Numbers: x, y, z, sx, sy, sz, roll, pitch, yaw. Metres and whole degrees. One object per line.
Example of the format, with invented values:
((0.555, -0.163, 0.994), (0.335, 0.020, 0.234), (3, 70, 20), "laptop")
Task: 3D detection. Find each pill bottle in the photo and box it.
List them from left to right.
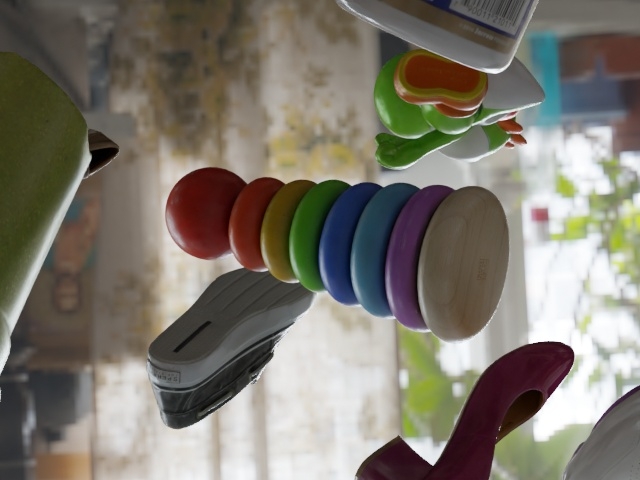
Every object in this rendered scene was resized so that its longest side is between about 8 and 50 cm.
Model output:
((0.126, -0.275, 1.301), (0.153, 0.265, 0.153), (23, -170, -4), "pill bottle")

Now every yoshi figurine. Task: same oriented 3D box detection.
((0.131, -0.186, 2.013), (0.203, 0.203, 0.362), (-28, 164, -1), "yoshi figurine")

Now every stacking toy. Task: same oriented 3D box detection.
((0.000, 0.000, 1.562), (0.330, 0.141, 0.141), (10, -176, 29), "stacking toy")

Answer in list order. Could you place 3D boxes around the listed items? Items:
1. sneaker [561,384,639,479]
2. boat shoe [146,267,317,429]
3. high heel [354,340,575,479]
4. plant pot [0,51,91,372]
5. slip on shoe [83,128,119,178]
((0.383, 0.197, 1.650), (0.305, 0.152, 0.114), (-26, 150, 1), "sneaker")
((-0.119, 0.134, 2.223), (0.121, 0.119, 0.335), (21, -147, 28), "boat shoe")
((0.151, 0.171, 1.391), (0.244, 0.082, 0.117), (-27, -125, -35), "high heel")
((-0.327, -0.027, 1.423), (0.276, 0.254, 0.276), (22, 151, 13), "plant pot")
((-0.273, -0.084, 1.870), (0.041, 0.051, 0.135), (23, -151, 21), "slip on shoe")
